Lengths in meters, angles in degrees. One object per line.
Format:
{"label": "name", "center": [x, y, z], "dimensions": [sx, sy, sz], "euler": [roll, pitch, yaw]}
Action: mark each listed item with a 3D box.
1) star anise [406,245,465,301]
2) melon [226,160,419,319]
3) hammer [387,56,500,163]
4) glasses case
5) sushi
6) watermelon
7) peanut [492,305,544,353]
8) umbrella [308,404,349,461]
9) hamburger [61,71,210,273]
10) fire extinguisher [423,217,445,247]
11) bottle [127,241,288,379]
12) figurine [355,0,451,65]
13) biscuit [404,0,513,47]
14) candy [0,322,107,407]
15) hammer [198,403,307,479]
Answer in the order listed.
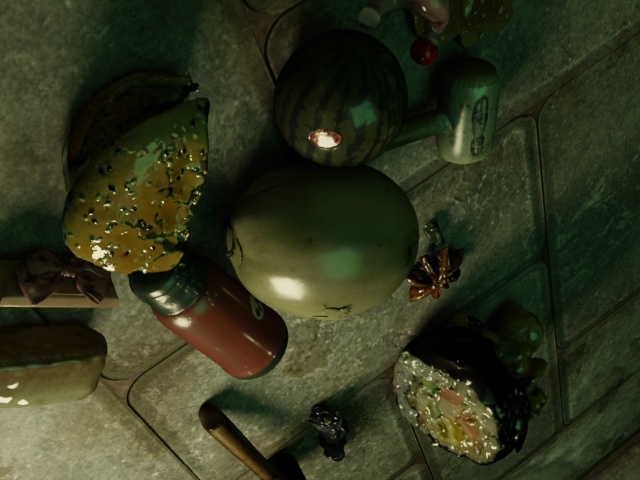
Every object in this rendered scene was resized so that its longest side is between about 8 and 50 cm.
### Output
{"label": "star anise", "center": [0.249, 0.076, 1.761], "dimensions": [0.168, 0.057, 0.167], "euler": [-23, 136, -25]}
{"label": "melon", "center": [0.000, 0.000, 1.334], "dimensions": [0.330, 0.268, 0.268], "euler": [-3, 125, -29]}
{"label": "hammer", "center": [0.179, -0.201, 1.440], "dimensions": [0.306, 0.113, 0.201], "euler": [-20, 132, -17]}
{"label": "glasses case", "center": [-0.388, 0.059, 1.203], "dimensions": [0.194, 0.102, 0.070], "euler": [4, 114, -41]}
{"label": "sushi", "center": [0.360, 0.315, 1.880], "dimensions": [0.285, 0.328, 0.328], "euler": [-37, 127, -29]}
{"label": "watermelon", "center": [0.030, -0.211, 1.227], "dimensions": [0.212, 0.212, 0.212], "euler": [-22, 135, -23]}
{"label": "peanut", "center": [0.496, 0.273, 2.080], "dimensions": [0.137, 0.122, 0.253], "euler": [-18, 136, -38]}
{"label": "umbrella", "center": [0.032, 0.458, 1.912], "dimensions": [0.224, 0.080, 0.071], "euler": [77, 33, -49]}
{"label": "hamburger", "center": [-0.265, -0.090, 1.120], "dimensions": [0.192, 0.167, 0.287], "euler": [-4, 127, -39]}
{"label": "fire extinguisher", "center": [0.238, -0.017, 1.698], "dimensions": [0.038, 0.025, 0.083], "euler": [-20, 139, 8]}
{"label": "bottle", "center": [-0.191, 0.112, 1.379], "dimensions": [0.144, 0.144, 0.336], "euler": [-42, 137, -1]}
{"label": "figurine", "center": [0.157, -0.416, 1.190], "dimensions": [0.176, 0.186, 0.287], "euler": [20, 92, -1]}
{"label": "biscuit", "center": [0.234, -0.399, 1.361], "dimensions": [0.226, 0.036, 0.165], "euler": [-20, 134, -21]}
{"label": "candy", "center": [-0.457, 0.193, 1.261], "dimensions": [0.234, 0.102, 0.104], "euler": [-1, 125, -40]}
{"label": "hammer", "center": [-0.123, 0.479, 1.718], "dimensions": [0.095, 0.242, 0.408], "euler": [-36, 125, -4]}
